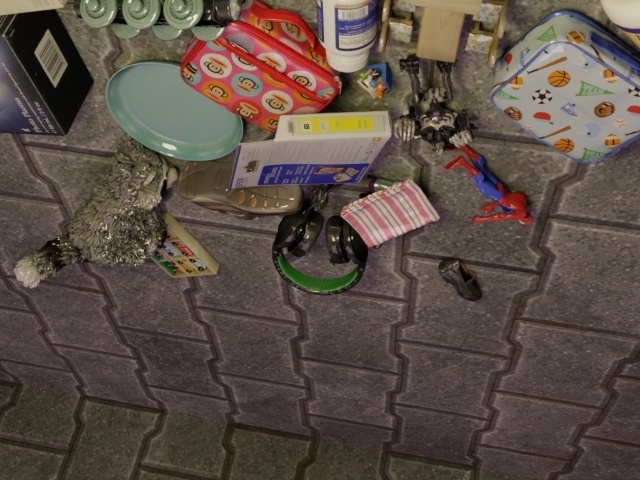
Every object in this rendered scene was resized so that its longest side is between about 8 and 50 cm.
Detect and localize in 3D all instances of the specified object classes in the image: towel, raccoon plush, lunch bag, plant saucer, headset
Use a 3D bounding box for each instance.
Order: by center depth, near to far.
[{"bbox_3d":[0.488,-0.281,1.562,0.304,0.114,0.243,26,143,-17],"label":"lunch bag"},{"bbox_3d":[-0.105,-0.354,1.673,0.293,0.120,0.258,27,142,-24],"label":"lunch bag"},{"bbox_3d":[-0.325,-0.298,1.899,0.318,0.043,0.317,9,147,6],"label":"plant saucer"},{"bbox_3d":[0.164,-0.059,1.964,0.197,0.029,0.144,-23,132,25],"label":"towel"},{"bbox_3d":[-0.541,-0.058,2.045,0.216,0.446,0.299,40,153,21],"label":"raccoon plush"},{"bbox_3d":[0.000,0.000,2.095,0.244,0.185,0.394,11,130,4],"label":"headset"}]

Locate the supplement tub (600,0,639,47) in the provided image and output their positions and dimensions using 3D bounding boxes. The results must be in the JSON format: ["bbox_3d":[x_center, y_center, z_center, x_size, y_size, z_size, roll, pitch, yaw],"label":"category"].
[{"bbox_3d":[0.621,-0.348,1.291,0.331,0.241,0.241,32,143,-26],"label":"supplement tub"}]

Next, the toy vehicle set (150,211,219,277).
[{"bbox_3d":[-0.433,0.018,2.419,0.166,0.035,0.267,-7,142,29],"label":"toy vehicle set"}]

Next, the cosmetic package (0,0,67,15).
[{"bbox_3d":[-0.606,-0.512,1.575,0.310,0.160,0.113,-1,143,19],"label":"cosmetic package"}]

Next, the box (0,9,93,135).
[{"bbox_3d":[-0.695,-0.382,1.784,0.294,0.182,0.296,5,146,16],"label":"box"}]

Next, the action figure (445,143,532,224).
[{"bbox_3d":[0.362,-0.102,1.898,0.280,0.091,0.139,34,136,-26],"label":"action figure"}]

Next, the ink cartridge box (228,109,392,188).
[{"bbox_3d":[-0.035,-0.188,1.783,0.308,0.072,0.303,-1,167,-11],"label":"ink cartridge box"}]

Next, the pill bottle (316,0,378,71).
[{"bbox_3d":[0.049,-0.404,1.536,0.112,0.112,0.186,9,147,8],"label":"pill bottle"}]

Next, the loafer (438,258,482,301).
[{"bbox_3d":[0.385,0.108,2.233,0.061,0.062,0.170,-24,133,37],"label":"loafer"}]

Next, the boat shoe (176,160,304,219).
[{"bbox_3d":[-0.180,-0.120,2.039,0.356,0.132,0.130,12,165,31],"label":"boat shoe"}]

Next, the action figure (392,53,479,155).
[{"bbox_3d":[0.226,-0.248,1.684,0.164,0.140,0.275,0,141,18],"label":"action figure"}]

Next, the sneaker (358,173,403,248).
[{"bbox_3d":[0.135,-0.075,2.046,0.098,0.083,0.223,22,137,6],"label":"sneaker"}]

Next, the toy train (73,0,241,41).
[{"bbox_3d":[-0.292,-0.465,1.513,0.334,0.190,0.142,7,-177,21],"label":"toy train"}]

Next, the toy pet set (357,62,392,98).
[{"bbox_3d":[0.106,-0.329,1.648,0.122,0.065,0.114,47,-178,31],"label":"toy pet set"}]

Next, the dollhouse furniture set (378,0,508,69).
[{"bbox_3d":[0.214,-0.389,1.452,0.212,0.160,0.242,10,147,5],"label":"dollhouse furniture set"}]
